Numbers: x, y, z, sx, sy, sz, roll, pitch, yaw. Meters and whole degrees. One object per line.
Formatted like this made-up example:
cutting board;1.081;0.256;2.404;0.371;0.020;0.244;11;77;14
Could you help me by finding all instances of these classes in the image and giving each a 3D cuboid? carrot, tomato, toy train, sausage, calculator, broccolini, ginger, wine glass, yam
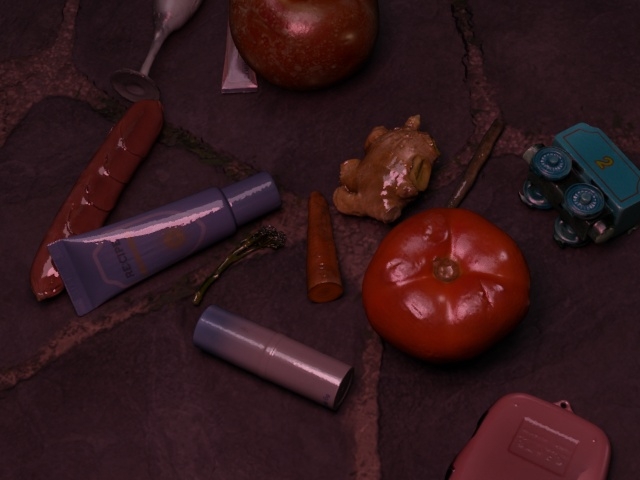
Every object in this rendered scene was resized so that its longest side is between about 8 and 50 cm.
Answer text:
carrot;0.000;0.000;1.911;0.061;0.061;0.209;-6;55;2
tomato;-0.030;-0.385;2.042;0.270;0.222;0.270;9;53;-12
toy train;0.433;-0.090;1.888;0.163;0.112;0.203;-27;63;-17
tomato;0.194;0.077;1.771;0.260;0.180;0.259;-2;62;4
sausage;-0.385;-0.076;1.973;0.088;0.088;0.433;18;62;15
calculator;0.291;0.364;1.672;0.220;0.048;0.329;22;62;19
broccolini;-0.142;0.038;1.916;0.194;0.054;0.052;-41;34;-10
ginger;0.122;-0.123;1.942;0.157;0.102;0.216;11;63;42
wine glass;-0.210;-0.385;2.127;0.264;0.096;0.309;11;60;14
yam;0.261;-0.117;1.970;0.027;0.029;0.234;-4;48;54

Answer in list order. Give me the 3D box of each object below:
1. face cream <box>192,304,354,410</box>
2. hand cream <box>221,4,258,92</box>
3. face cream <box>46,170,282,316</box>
face cream;-0.074;0.180;1.794;0.250;0.077;0.077;22;64;16
hand cream;-0.152;-0.365;2.145;0.067;0.043;0.209;-2;65;-1
face cream;-0.249;-0.011;1.912;0.385;0.135;0.086;-25;22;-12
